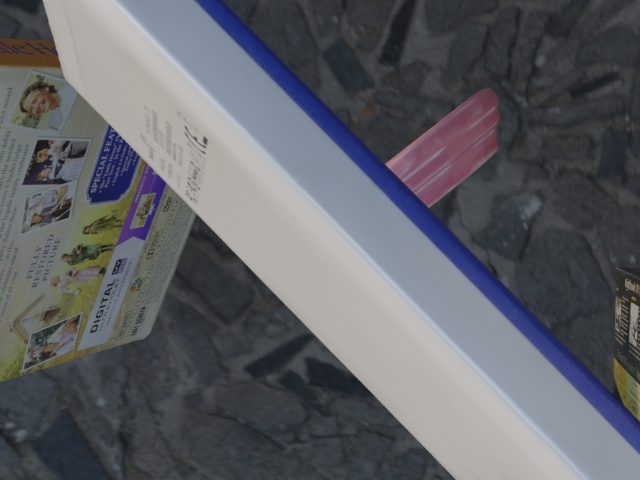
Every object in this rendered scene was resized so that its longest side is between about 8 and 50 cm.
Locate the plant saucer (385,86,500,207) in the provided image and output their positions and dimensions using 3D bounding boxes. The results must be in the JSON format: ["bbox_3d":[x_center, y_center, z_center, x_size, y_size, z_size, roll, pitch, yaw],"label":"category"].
[{"bbox_3d":[0.129,-0.085,1.488,0.332,0.332,0.084,-39,90,4],"label":"plant saucer"}]

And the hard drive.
[{"bbox_3d":[0.000,0.000,0.485,0.318,0.210,0.040,46,78,0],"label":"hard drive"}]

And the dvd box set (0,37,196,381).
[{"bbox_3d":[-0.247,-0.016,0.875,0.062,0.420,0.307,32,112,23],"label":"dvd box set"}]

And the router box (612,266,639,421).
[{"bbox_3d":[0.358,0.159,1.061,0.081,0.309,0.242,1,94,6],"label":"router box"}]
